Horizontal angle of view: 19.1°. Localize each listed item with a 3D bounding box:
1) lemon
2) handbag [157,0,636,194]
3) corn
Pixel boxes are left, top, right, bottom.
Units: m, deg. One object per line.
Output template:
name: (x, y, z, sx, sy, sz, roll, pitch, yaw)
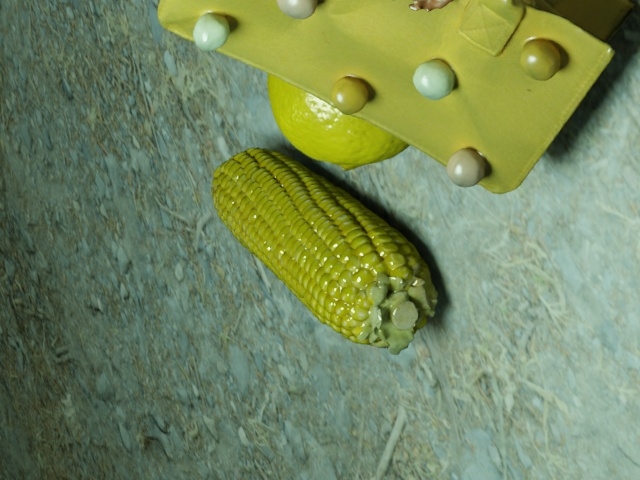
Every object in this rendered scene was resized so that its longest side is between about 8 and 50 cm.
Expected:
lemon: (0.032, -0.174, 1.993, 0.178, 0.178, 0.203, 22, 117, 57)
handbag: (0.056, -0.216, 1.738, 0.401, 0.133, 0.283, 28, 147, -4)
corn: (0.000, 0.000, 2.241, 0.387, 0.144, 0.144, 44, 146, 47)
